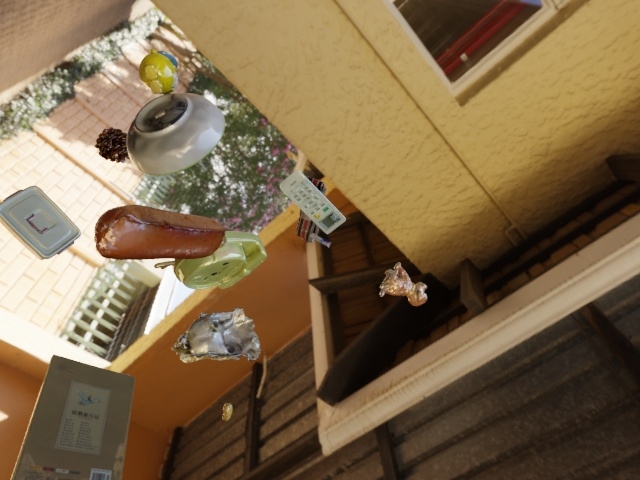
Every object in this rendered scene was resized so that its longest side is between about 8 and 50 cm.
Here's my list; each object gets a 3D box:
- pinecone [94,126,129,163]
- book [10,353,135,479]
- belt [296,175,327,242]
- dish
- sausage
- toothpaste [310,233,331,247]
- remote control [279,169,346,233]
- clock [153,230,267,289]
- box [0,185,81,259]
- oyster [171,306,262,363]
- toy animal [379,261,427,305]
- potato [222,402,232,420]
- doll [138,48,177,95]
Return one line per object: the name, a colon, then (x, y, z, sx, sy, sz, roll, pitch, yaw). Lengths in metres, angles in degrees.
pinecone: (-0.926, -0.423, 1.933, 0.173, 0.173, 0.174, -37, -152, 24)
book: (-0.549, 0.423, 0.984, 0.021, 0.217, 0.310, -44, -144, 20)
belt: (-0.049, -0.130, 1.973, 0.360, 0.094, 0.126, 100, 17, -45)
dish: (-0.470, -0.362, 1.319, 0.324, 0.124, 0.324, -8, -126, 11)
sausage: (-0.308, -0.011, 0.847, 0.102, 0.102, 0.330, -43, 165, 13)
toothpaste: (0.000, 0.000, 1.572, 0.024, 0.083, 0.015, -67, 165, 15)
remote control: (-0.028, -0.148, 1.646, 0.103, 0.293, 0.051, -37, -151, 16)
clock: (-0.334, 0.065, 1.290, 0.235, 0.308, 0.096, -36, -113, 28)
box: (-1.189, -0.060, 1.792, 0.167, 0.294, 0.193, -19, -156, 47)
oyster: (-0.189, 0.176, 0.794, 0.053, 0.165, 0.108, -32, -122, 43)
toy animal: (0.322, 0.208, 1.651, 0.104, 0.185, 0.184, -39, -169, 46)
potato: (-0.428, 0.788, 1.965, 0.046, 0.045, 0.092, -67, 167, -77)
doll: (-0.654, -0.680, 1.748, 0.145, 0.199, 0.363, -8, -150, -4)
